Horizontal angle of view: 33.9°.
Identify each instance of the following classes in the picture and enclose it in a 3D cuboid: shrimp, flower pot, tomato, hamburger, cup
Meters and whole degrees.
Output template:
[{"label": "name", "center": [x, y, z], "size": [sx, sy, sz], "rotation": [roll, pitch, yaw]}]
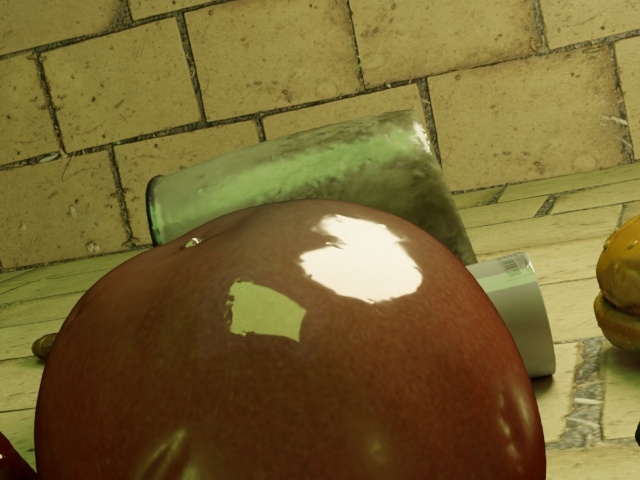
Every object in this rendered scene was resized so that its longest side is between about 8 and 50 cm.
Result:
[{"label": "shrimp", "center": [-0.414, 0.168, 1.781], "size": [0.133, 0.051, 0.187], "rotation": [-17, 6, -34]}, {"label": "flower pot", "center": [0.000, 0.000, 1.252], "size": [0.330, 0.293, 0.293], "rotation": [-22, 7, 4]}, {"label": "tomato", "center": [-0.028, 0.117, 0.704], "size": [0.342, 0.272, 0.341], "rotation": [-12, 7, 1]}, {"label": "hamburger", "center": [0.429, 0.029, 1.086], "size": [0.319, 0.158, 0.318], "rotation": [-12, 5, 1]}, {"label": "cup", "center": [0.165, 0.089, 1.140], "size": [0.142, 0.134, 0.173], "rotation": [-13, 9, 5]}]

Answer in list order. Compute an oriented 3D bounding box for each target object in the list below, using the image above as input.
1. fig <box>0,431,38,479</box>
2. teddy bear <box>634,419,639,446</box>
[{"label": "fig", "center": [-0.294, 0.260, 0.730], "size": [0.191, 0.190, 0.290], "rotation": [-7, 50, 32]}, {"label": "teddy bear", "center": [0.242, 0.120, 0.483], "size": [0.171, 0.250, 0.144], "rotation": [-24, -1, 31]}]
